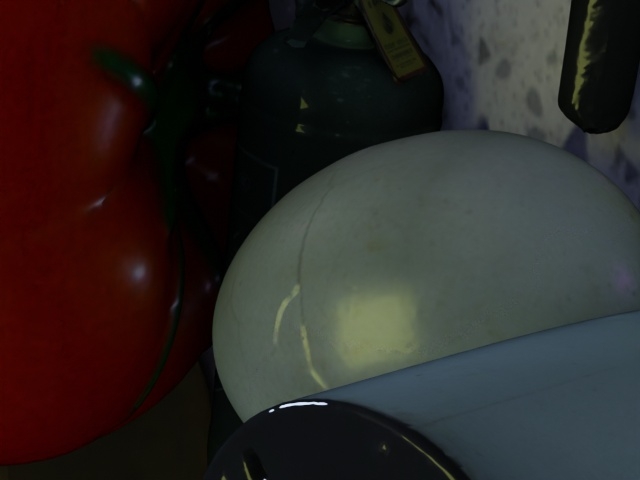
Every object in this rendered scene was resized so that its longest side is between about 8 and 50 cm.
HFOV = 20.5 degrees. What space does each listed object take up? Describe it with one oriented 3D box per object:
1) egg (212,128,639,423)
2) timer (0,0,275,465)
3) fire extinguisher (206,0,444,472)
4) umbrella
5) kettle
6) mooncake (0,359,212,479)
[{"bbox_3d":[0.042,0.034,0.709,0.209,0.151,0.151,-15,83,44],"label":"egg"},{"bbox_3d":[-0.170,-0.084,0.851,0.279,0.378,0.378,13,114,13],"label":"timer"},{"bbox_3d":[0.000,0.000,0.834,0.095,0.114,0.311,17,112,24],"label":"fire extinguisher"},{"bbox_3d":[0.114,-0.107,0.688,0.036,0.031,0.133,36,125,51],"label":"umbrella"},{"bbox_3d":[0.095,0.125,0.555,0.161,0.236,0.221,28,121,42],"label":"kettle"},{"bbox_3d":[-0.235,0.150,1.155,0.394,0.246,0.393,44,127,45],"label":"mooncake"}]
